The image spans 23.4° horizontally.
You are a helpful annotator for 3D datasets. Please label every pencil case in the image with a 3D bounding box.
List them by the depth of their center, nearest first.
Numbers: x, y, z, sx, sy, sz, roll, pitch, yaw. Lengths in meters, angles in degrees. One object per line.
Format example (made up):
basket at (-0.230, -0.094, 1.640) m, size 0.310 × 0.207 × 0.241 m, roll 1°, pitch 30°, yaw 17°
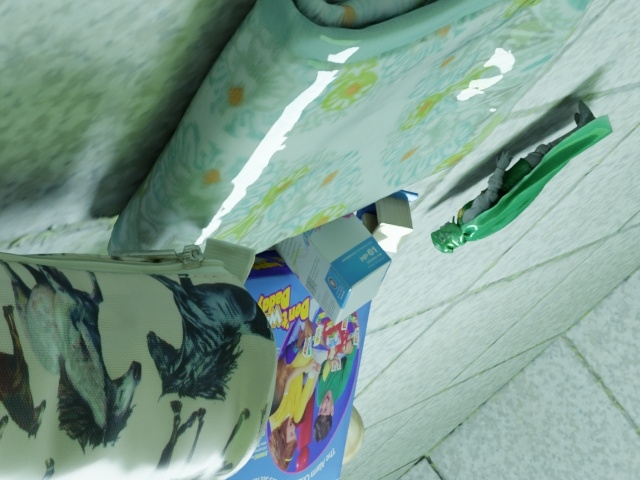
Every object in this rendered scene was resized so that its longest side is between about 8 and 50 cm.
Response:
pencil case at (-0.198, 0.073, 0.958) m, size 0.160 × 0.184 × 0.410 m, roll 5°, pitch 178°, yaw 34°

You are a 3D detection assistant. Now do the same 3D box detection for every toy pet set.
toy pet set at (0.035, -0.039, 1.477) m, size 0.114 × 0.065 × 0.122 m, roll 11°, pitch 139°, yaw -21°

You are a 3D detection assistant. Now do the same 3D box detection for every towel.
towel at (0.043, -0.115, 1.167) m, size 0.374 × 0.090 × 0.320 m, roll -23°, pitch 159°, yaw -40°

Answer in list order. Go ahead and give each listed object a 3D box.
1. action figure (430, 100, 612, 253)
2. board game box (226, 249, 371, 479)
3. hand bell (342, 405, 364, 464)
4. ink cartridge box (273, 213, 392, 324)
action figure at (0.221, -0.064, 1.761) m, size 0.232 × 0.063 × 0.137 m, roll -39°, pitch 167°, yaw -5°
board game box at (-0.072, 0.133, 1.430) m, size 0.347 × 0.078 × 0.233 m, roll -5°, pitch 106°, yaw -63°
hand bell at (0.012, 0.184, 2.015) m, size 0.126 × 0.126 × 0.242 m, roll -29°, pitch 151°, yaw -27°
ink cartridge box at (0.000, 0.000, 1.353) m, size 0.052 × 0.122 × 0.088 m, roll -35°, pitch 166°, yaw -20°
